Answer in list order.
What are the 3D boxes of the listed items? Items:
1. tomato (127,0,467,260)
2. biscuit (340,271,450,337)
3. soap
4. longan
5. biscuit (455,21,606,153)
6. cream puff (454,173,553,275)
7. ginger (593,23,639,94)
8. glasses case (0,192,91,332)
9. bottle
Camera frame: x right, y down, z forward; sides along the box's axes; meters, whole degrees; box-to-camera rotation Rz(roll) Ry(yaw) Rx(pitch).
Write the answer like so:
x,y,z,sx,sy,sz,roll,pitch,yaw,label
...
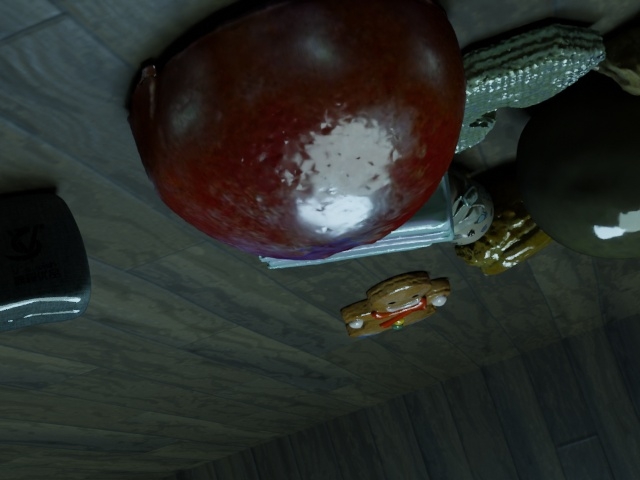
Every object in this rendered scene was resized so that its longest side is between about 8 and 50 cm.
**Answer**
x,y,z,sx,sy,sz,roll,pitch,yaw,label
-0.021,-0.080,1.085,0.335,0.176,0.289,-26,159,31,tomato
0.138,0.123,2.176,0.205,0.049,0.324,-14,162,-9,biscuit
0.036,-0.032,1.379,0.230,0.091,0.145,-7,170,8,soap
0.344,-0.085,1.381,0.248,0.248,0.248,-16,164,-5,longan
0.171,-0.154,1.270,0.147,0.046,0.250,-2,158,-43,biscuit
0.257,-0.029,1.643,0.165,0.115,0.150,-34,-172,-20,cream puff
0.420,-0.202,1.234,0.270,0.123,0.219,-19,167,8,ginger
-0.391,0.040,1.158,0.323,0.131,0.074,-11,157,-22,glasses case
0.160,-0.048,1.533,0.099,0.099,0.152,-24,160,20,bottle
